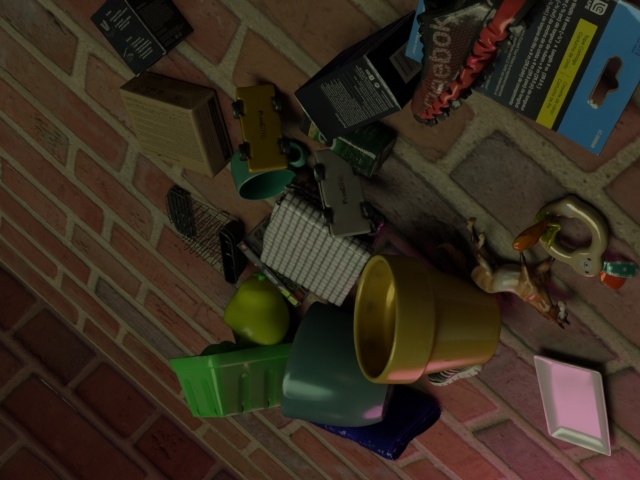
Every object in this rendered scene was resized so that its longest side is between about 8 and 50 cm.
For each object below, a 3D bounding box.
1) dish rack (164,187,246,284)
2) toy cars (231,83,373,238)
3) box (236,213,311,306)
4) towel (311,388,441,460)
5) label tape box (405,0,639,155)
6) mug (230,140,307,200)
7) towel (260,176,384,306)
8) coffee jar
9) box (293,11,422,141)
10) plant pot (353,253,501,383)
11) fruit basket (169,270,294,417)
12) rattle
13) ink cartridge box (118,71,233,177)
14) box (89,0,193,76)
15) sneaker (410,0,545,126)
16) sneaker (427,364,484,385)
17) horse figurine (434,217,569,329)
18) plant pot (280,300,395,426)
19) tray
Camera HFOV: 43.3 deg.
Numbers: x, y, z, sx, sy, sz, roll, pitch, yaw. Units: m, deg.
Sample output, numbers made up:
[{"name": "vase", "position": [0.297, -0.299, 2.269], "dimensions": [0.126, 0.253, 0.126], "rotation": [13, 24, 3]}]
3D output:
[{"name": "dish rack", "position": [-0.314, -0.020, 2.141], "dimensions": [0.272, 0.074, 0.208], "rotation": [28, 144, 22]}, {"name": "toy cars", "position": [-0.040, -0.152, 1.626], "dimensions": [0.394, 0.176, 0.087], "rotation": [39, 163, 6]}, {"name": "box", "position": [-0.092, 0.047, 1.948], "dimensions": [0.207, 0.114, 0.036], "rotation": [48, 147, -7]}, {"name": "towel", "position": [0.125, 0.432, 2.071], "dimensions": [0.308, 0.228, 0.076], "rotation": [15, 119, 37]}, {"name": "label tape box", "position": [0.304, -0.305, 1.137], "dimensions": [0.334, 0.106, 0.240], "rotation": [32, 145, 16]}, {"name": "mug", "position": [-0.115, -0.162, 1.736], "dimensions": [0.129, 0.158, 0.097], "rotation": [108, 145, -64]}, {"name": "towel", "position": [0.000, 0.000, 1.778], "dimensions": [0.235, 0.121, 0.283], "rotation": [32, 148, 6]}, {"name": "coffee jar", "position": [0.047, -0.207, 1.543], "dimensions": [0.184, 0.079, 0.096], "rotation": [36, 150, 9]}, {"name": "box", "position": [0.081, -0.273, 1.365], "dimensions": [0.207, 0.153, 0.108], "rotation": [-15, 116, 52]}, {"name": "plant pot", "position": [0.217, 0.160, 1.608], "dimensions": [0.239, 0.253, 0.254], "rotation": [4, 149, -15]}, {"name": "fruit basket", "position": [-0.192, 0.271, 2.163], "dimensions": [0.283, 0.392, 0.392], "rotation": [-15, 117, 52]}, {"name": "rattle", "position": [0.436, 0.033, 1.363], "dimensions": [0.130, 0.143, 0.199], "rotation": [-32, 96, 33]}, {"name": "ink cartridge box", "position": [-0.331, -0.269, 1.859], "dimensions": [0.235, 0.088, 0.193], "rotation": [20, 142, 29]}, {"name": "box", "position": [-0.377, -0.453, 1.691], "dimensions": [0.158, 0.093, 0.156], "rotation": [52, 146, -16]}, {"name": "sneaker", "position": [0.184, -0.272, 1.114], "dimensions": [0.135, 0.097, 0.276], "rotation": [40, 144, 4]}, {"name": "sneaker", "position": [0.299, 0.283, 1.857], "dimensions": [0.075, 0.063, 0.170], "rotation": [48, 142, -8]}, {"name": "horse figurine", "position": [0.353, 0.054, 1.537], "dimensions": [0.263, 0.066, 0.174], "rotation": [14, 132, 33]}, {"name": "plant pot", "position": [0.063, 0.319, 1.955], "dimensions": [0.235, 0.293, 0.293], "rotation": [15, 140, 13]}, {"name": "tray", "position": [0.539, 0.342, 1.702], "dimensions": [0.145, 0.030, 0.270], "rotation": [12, 136, 37]}]
